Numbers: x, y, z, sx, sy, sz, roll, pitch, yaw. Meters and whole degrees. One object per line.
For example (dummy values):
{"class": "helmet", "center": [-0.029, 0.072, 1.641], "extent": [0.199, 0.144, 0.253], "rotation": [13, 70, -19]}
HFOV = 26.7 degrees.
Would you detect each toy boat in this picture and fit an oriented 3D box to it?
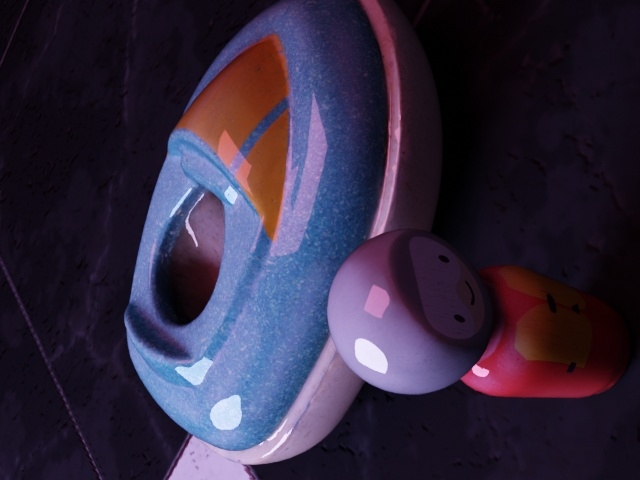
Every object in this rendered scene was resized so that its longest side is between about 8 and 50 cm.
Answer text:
{"class": "toy boat", "center": [0.000, 0.000, 0.670], "extent": [0.318, 0.148, 0.267], "rotation": [26, 101, 52]}
